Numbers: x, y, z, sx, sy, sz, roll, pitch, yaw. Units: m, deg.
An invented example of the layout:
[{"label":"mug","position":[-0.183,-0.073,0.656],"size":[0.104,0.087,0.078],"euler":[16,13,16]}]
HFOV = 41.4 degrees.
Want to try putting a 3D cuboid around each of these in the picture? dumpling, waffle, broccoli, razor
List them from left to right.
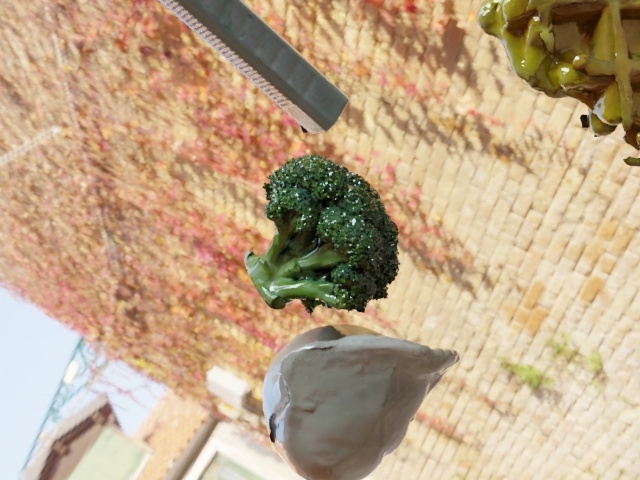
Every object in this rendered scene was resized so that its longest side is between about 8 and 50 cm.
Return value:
[{"label":"razor","position":[-0.094,-0.156,0.479],"size":[0.111,0.278,0.056],"euler":[-61,19,-19]},{"label":"broccoli","position":[0.000,0.000,0.883],"size":[0.156,0.195,0.195],"euler":[-38,-12,6]},{"label":"dumpling","position":[0.046,0.168,0.937],"size":[0.226,0.175,0.243],"euler":[-24,0,-7]},{"label":"waffle","position":[0.342,-0.250,0.771],"size":[0.382,0.379,0.095],"euler":[-55,5,-8]}]
